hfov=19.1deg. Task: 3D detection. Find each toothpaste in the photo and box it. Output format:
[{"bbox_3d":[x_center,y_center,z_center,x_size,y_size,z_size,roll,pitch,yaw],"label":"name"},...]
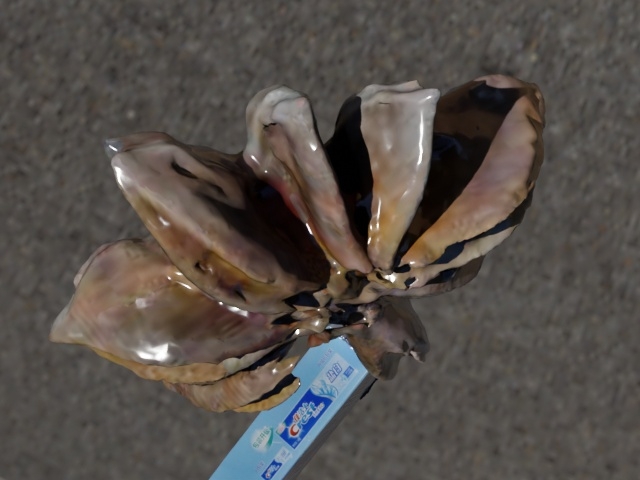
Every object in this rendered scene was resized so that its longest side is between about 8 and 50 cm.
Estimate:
[{"bbox_3d":[-0.030,0.162,1.530,0.053,0.066,0.272,42,122,8],"label":"toothpaste"}]

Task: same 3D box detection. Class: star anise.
[{"bbox_3d":[0.000,0.000,0.812,0.093,0.236,0.229,58,179,31],"label":"star anise"}]
